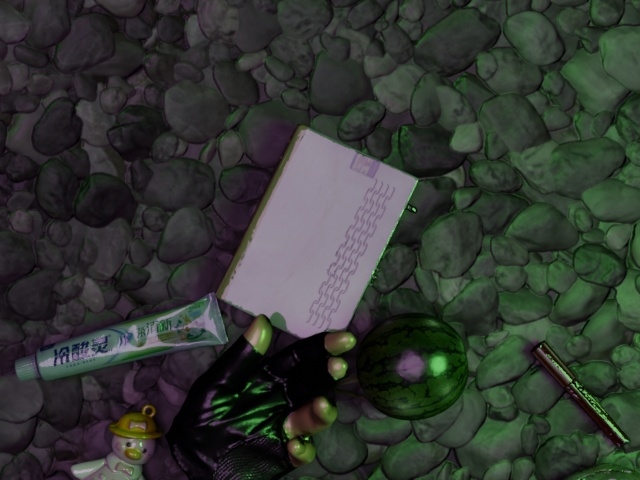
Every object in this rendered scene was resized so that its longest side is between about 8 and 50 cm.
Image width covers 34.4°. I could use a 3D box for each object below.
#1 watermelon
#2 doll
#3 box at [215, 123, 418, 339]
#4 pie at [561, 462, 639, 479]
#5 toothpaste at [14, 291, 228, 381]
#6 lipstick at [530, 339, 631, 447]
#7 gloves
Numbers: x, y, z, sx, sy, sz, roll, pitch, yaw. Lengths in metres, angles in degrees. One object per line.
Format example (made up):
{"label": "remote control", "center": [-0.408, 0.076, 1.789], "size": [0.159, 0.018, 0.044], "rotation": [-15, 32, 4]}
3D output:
{"label": "watermelon", "center": [0.101, 0.171, 1.360], "size": [0.187, 0.141, 0.141], "rotation": [-18, 86, 8]}
{"label": "doll", "center": [-0.275, 0.319, 1.419], "size": [0.129, 0.081, 0.207], "rotation": [25, 88, -13]}
{"label": "box", "center": [0.000, 0.000, 1.424], "size": [0.211, 0.045, 0.270], "rotation": [24, 90, 6]}
{"label": "pie", "center": [0.388, 0.413, 1.362], "size": [0.240, 0.054, 0.240], "rotation": [0, 87, 6]}
{"label": "toothpaste", "center": [-0.280, 0.145, 1.447], "size": [0.297, 0.048, 0.075], "rotation": [-15, 83, 1]}
{"label": "lipstick", "center": [0.350, 0.208, 1.391], "size": [0.027, 0.027, 0.176], "rotation": [-41, 86, 2]}
{"label": "gloves", "center": [-0.071, 0.213, 1.362], "size": [0.301, 0.152, 0.197], "rotation": [-36, 96, 28]}
